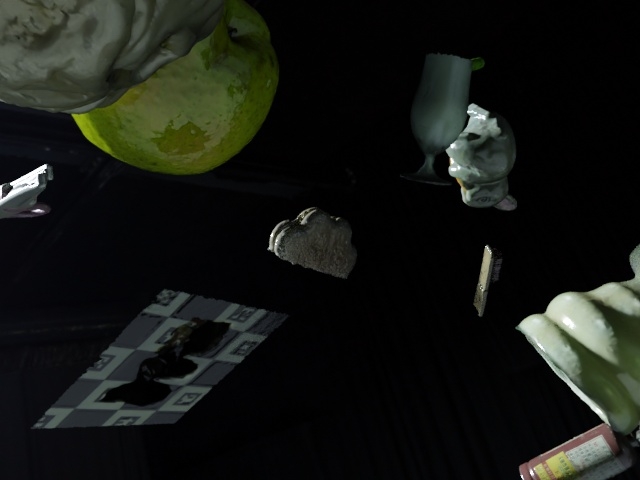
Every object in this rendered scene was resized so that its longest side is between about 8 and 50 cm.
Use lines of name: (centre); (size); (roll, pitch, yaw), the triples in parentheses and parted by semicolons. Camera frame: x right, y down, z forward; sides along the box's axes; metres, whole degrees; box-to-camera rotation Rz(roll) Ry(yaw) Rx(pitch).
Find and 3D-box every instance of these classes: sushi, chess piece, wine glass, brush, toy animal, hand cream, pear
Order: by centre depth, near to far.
chess piece: (0.437, 0.073, 0.687); (0.330, 0.182, 0.182); (-42, -24, 7)
wine glass: (0.190, -0.196, 0.887); (0.092, 0.202, 0.093); (8, 12, -2)
sushi: (-0.286, 0.188, 0.976); (0.373, 0.100, 0.296); (-44, -36, 19)
pear: (-0.256, -0.303, 0.983); (0.390, 0.391, 0.391); (-15, -20, -6)
toy animal: (0.317, -0.124, 1.040); (0.125, 0.127, 0.251); (-21, -49, 14)
hand cream: (0.283, -0.345, 1.087); (0.121, 0.023, 0.036); (-23, 4, -35)
brush: (0.396, 0.100, 1.289); (0.036, 0.043, 0.248); (-7, -41, 2)

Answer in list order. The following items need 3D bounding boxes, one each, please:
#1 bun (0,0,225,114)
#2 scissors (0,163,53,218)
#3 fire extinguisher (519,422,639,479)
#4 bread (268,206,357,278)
bun: (-0.253, -0.289, 0.642); (0.359, 0.211, 0.360); (-41, 11, 10)
scissors: (-0.234, -0.032, 0.415); (0.085, 0.022, 0.176); (-4, -4, -43)
fire extinguisher: (0.452, 0.339, 0.899); (0.252, 0.075, 0.106); (-37, 16, 17)
bread: (-0.004, 0.000, 1.662); (0.337, 0.183, 0.102); (21, 2, -45)
